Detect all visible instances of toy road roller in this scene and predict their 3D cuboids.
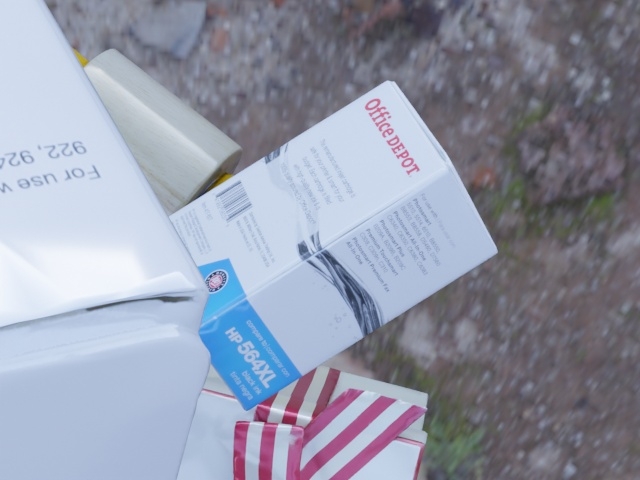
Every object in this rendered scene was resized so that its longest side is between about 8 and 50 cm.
[{"bbox_3d":[-0.219,0.035,1.531,0.202,0.240,0.329,38,65,4],"label":"toy road roller"}]

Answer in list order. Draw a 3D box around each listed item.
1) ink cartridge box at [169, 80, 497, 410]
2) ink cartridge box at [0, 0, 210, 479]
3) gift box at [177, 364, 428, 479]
[{"bbox_3d":[0.000,0.000,1.356,0.203,0.086,0.148,-31,32,3],"label":"ink cartridge box"},{"bbox_3d":[-0.146,-0.007,0.510,0.114,0.198,0.273,-12,51,-27],"label":"ink cartridge box"},{"bbox_3d":[-0.017,0.227,1.721,0.276,0.258,0.255,9,98,5],"label":"gift box"}]
